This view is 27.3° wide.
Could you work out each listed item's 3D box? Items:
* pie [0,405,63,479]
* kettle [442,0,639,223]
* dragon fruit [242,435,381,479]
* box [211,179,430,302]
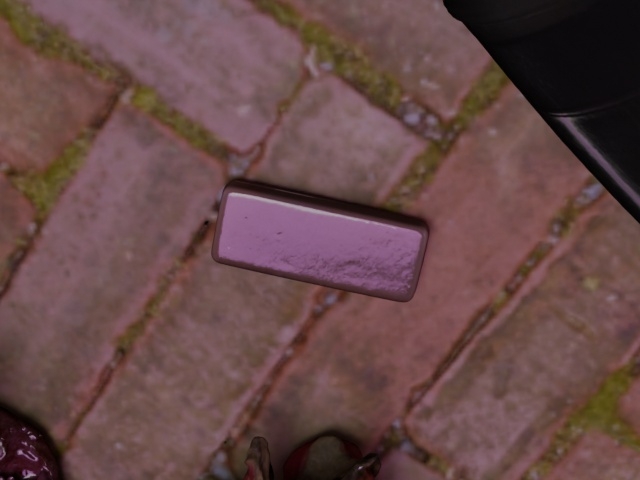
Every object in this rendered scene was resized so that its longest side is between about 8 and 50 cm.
[{"bbox_3d":[-0.219,0.159,0.793,0.155,0.036,0.154,1,112,4],"label":"pie"},{"bbox_3d":[0.246,-0.108,0.577,0.321,0.228,0.324,-46,108,-13],"label":"kettle"},{"bbox_3d":[0.004,0.211,0.741,0.262,0.134,0.211,6,99,40],"label":"dragon fruit"},{"bbox_3d":[0.000,0.000,0.719,0.115,0.025,0.048,11,106,0],"label":"box"}]
